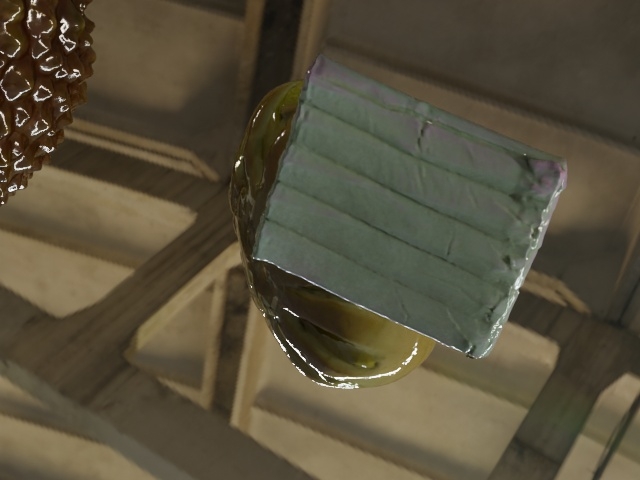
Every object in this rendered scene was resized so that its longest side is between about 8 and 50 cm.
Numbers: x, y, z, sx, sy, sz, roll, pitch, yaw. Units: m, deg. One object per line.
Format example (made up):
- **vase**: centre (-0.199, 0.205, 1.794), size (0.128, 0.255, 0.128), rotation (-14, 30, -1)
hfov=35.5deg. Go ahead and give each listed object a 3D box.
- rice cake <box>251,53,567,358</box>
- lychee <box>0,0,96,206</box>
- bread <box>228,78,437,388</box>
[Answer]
- **rice cake**: centre (0.060, -0.019, 0.716), size (0.198, 0.037, 0.189), rotation (18, -58, 0)
- **lychee**: centre (-0.264, -0.120, 0.578), size (0.267, 0.267, 0.268), rotation (19, -50, 25)
- **bread**: centre (0.000, 0.000, 1.058), size (0.333, 0.160, 0.333), rotation (40, -42, 49)
